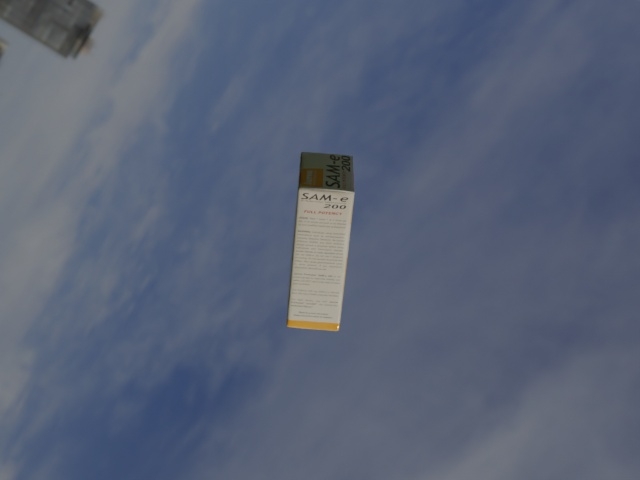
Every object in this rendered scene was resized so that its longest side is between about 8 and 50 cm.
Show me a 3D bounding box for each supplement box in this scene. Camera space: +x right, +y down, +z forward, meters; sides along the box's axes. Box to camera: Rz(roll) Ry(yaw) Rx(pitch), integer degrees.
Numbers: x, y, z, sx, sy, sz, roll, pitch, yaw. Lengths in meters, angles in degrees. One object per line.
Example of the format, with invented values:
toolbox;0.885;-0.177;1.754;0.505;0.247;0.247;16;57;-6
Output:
supplement box;0.000;0.000;0.786;0.062;0.036;0.098;-89;-176;-64
